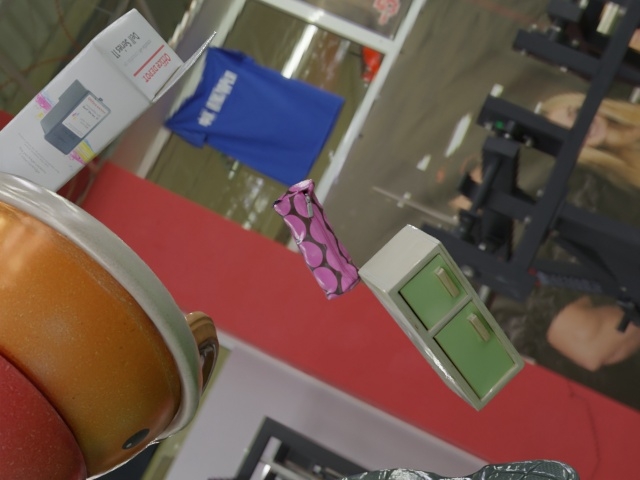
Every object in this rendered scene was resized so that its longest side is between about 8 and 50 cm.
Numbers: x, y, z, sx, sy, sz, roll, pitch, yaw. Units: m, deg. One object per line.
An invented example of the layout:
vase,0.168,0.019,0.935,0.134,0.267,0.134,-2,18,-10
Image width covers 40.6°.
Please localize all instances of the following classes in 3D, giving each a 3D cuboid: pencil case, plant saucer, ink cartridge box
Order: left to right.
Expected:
ink cartridge box,-0.329,-0.212,1.273,0.353,0.119,0.207,-37,18,20
plant saucer,-0.193,0.191,1.158,0.200,0.037,0.200,-56,-16,-24
pencil case,0.000,0.000,1.499,0.095,0.209,0.098,-37,11,-31

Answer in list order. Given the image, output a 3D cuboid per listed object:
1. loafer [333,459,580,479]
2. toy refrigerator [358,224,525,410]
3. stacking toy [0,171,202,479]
loafer,0.110,0.265,0.801,0.096,0.267,0.084,-41,-62,-64
toy refrigerator,0.177,0.113,1.220,0.102,0.269,0.094,-42,30,-7
stacking toy,-0.356,0.200,0.731,0.480,0.350,0.351,-55,-14,-39
